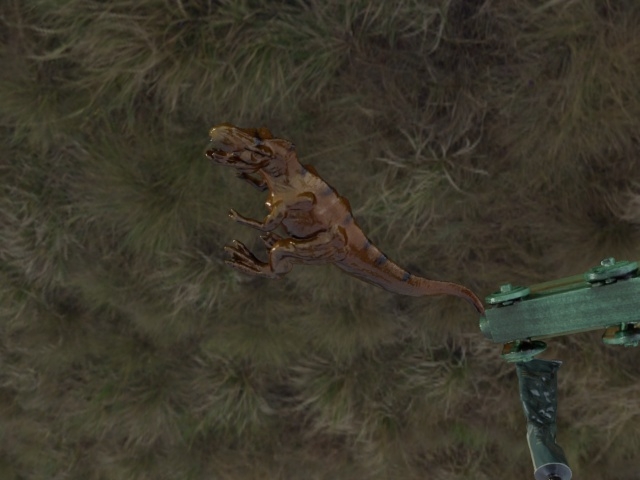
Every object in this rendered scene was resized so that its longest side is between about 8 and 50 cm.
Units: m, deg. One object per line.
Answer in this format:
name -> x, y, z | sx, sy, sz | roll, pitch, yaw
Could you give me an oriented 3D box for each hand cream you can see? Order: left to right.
hand cream -> 0.341, 0.264, 1.012 | 0.075, 0.248, 0.052 | 29, 127, -9

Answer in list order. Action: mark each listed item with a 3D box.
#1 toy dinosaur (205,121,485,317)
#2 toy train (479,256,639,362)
toy dinosaur -> 0.000, 0.000, 0.837 | 0.208, 0.097, 0.432 | -24, 134, 39
toy train -> 0.367, 0.091, 0.938 | 0.285, 0.177, 0.116 | -22, 82, 45
